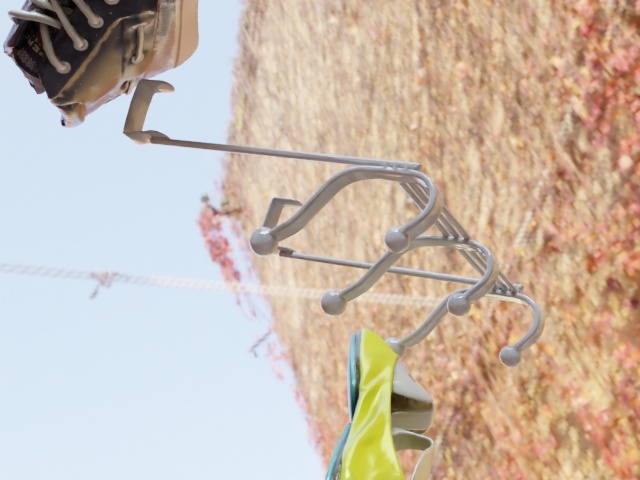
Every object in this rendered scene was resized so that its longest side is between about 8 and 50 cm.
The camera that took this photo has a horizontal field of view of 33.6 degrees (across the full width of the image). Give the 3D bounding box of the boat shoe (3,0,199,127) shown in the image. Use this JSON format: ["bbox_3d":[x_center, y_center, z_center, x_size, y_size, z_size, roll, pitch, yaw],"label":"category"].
[{"bbox_3d":[-0.190,-0.204,0.885,0.158,0.127,0.340,-39,-12,-14],"label":"boat shoe"}]

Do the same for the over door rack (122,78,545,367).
[{"bbox_3d":[0.000,0.000,0.879,0.108,0.324,0.239,-60,-39,-11],"label":"over door rack"}]

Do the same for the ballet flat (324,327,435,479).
[{"bbox_3d":[0.051,0.147,0.828,0.077,0.231,0.077,1,-64,7],"label":"ballet flat"}]
